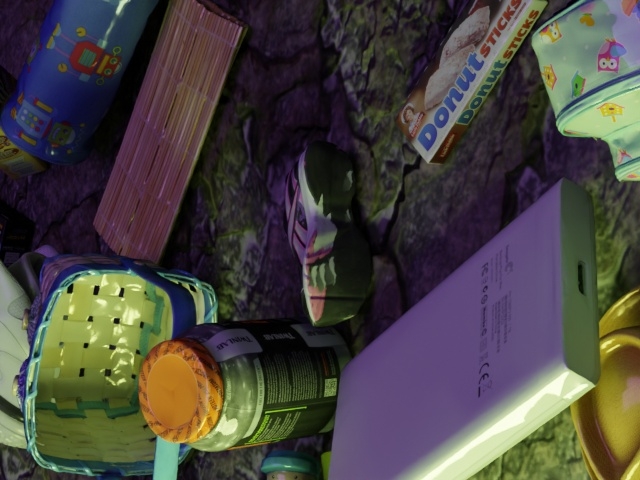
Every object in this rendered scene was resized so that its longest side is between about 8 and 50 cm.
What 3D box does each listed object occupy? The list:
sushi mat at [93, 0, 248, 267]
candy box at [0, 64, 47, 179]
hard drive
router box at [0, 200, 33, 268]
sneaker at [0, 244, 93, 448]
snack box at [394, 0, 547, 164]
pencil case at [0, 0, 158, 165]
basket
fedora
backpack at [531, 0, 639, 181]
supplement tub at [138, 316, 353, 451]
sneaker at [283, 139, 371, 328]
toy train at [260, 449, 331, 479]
[{"bbox_3d":[-0.173,-0.120,1.673,0.151,0.019,0.316,41,117,43],"label":"sushi mat"},{"bbox_3d":[-0.400,-0.159,1.827,0.053,0.186,0.109,-18,68,10],"label":"candy box"},{"bbox_3d":[0.110,0.109,1.226,0.307,0.040,0.203,-45,25,39],"label":"hard drive"},{"bbox_3d":[-0.446,0.010,1.964,0.179,0.046,0.133,27,107,48],"label":"router box"},{"bbox_3d":[-0.428,0.076,1.824,0.366,0.137,0.210,33,107,22],"label":"sneaker"},{"bbox_3d":[0.129,-0.155,1.313,0.064,0.022,0.178,54,125,37],"label":"snack box"},{"bbox_3d":[-0.264,-0.237,1.717,0.306,0.119,0.133,-59,27,28],"label":"pencil case"},{"bbox_3d":[-0.201,0.143,1.534,0.289,0.201,0.254,26,109,57],"label":"basket"},{"bbox_3d":[0.240,0.125,1.106,0.194,0.079,0.194,-6,82,50],"label":"fedora"},{"bbox_3d":[0.247,-0.117,1.039,0.166,0.188,0.144,-22,70,46],"label":"backpack"},{"bbox_3d":[-0.067,0.131,1.376,0.117,0.190,0.117,0,90,40],"label":"supplement tub"},{"bbox_3d":[0.000,0.000,1.429,0.077,0.072,0.178,-32,54,57],"label":"sneaker"},{"bbox_3d":[0.025,0.252,1.346,0.248,0.105,0.143,-20,57,46],"label":"toy train"}]
